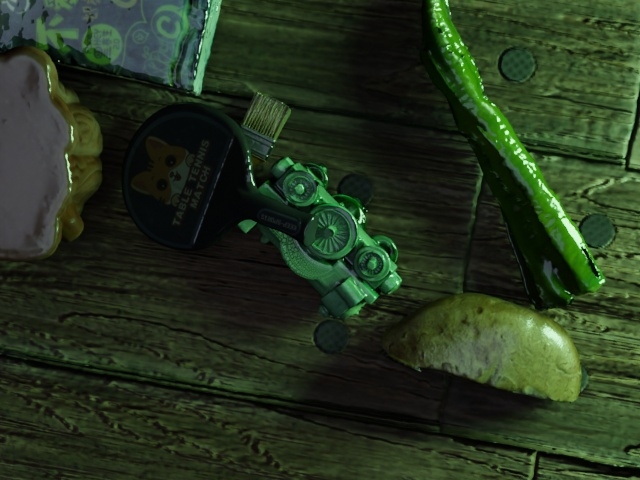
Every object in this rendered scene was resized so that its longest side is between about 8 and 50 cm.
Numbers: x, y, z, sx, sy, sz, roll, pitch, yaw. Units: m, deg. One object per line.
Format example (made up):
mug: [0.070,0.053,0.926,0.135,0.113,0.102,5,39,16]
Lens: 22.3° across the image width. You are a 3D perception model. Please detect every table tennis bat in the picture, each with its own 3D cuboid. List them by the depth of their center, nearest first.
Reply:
table tennis bat: [-0.103,-0.051,1.635,0.236,0.027,0.150,24,97,27]

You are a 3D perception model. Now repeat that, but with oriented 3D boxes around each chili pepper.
chili pepper: [0.182,-0.102,1.632,0.085,0.076,0.359,-21,94,31]

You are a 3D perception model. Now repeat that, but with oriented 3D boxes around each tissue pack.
tissue pack: [-0.217,-0.251,1.638,0.235,0.073,0.173,11,89,3]

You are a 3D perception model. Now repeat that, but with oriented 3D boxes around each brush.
brush: [-0.083,-0.071,1.678,0.043,0.014,0.170,26,97,3]

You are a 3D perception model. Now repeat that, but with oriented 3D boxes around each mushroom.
mushroom: [0.170,0.104,1.646,0.209,0.072,0.094,18,92,3]

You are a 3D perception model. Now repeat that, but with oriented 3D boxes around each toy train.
toy train: [0.000,0.000,1.651,0.104,0.071,0.178,-43,90,14]

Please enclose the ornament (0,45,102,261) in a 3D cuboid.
ornament: [-0.311,-0.081,1.590,0.221,0.217,0.235,43,96,0]
